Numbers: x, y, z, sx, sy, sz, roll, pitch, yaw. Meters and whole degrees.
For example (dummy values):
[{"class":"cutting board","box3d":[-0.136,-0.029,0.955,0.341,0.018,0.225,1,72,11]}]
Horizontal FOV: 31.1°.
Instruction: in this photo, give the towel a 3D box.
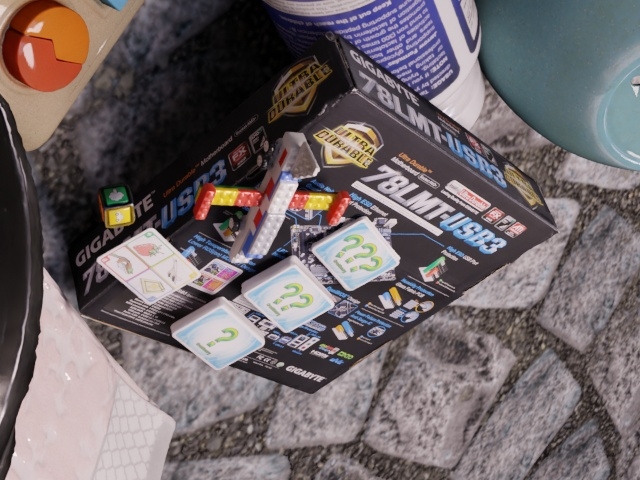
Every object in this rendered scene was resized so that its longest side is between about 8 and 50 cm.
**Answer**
[{"class":"towel","box3d":[-0.220,0.194,0.835,0.317,0.053,0.332,59,31,-44]}]

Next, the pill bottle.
[{"class":"pill bottle","box3d":[0.041,-0.186,0.909,0.153,0.153,0.265,-48,144,-10]}]

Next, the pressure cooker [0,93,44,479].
[{"class":"pressure cooker","box3d":[-0.352,0.030,0.524,0.369,0.420,0.376,-3,81,-34]}]

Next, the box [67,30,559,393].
[{"class":"box","box3d":[0.000,0.000,0.950,0.293,0.073,0.295,-38,140,24]}]

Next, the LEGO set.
[{"class":"LEGO set","box3d":[-0.054,0.016,0.844,0.182,0.060,0.244,-29,142,9]}]

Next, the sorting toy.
[{"class":"sorting toy","box3d":[-0.212,-0.207,0.731,0.229,0.041,0.307,-53,146,-4]}]

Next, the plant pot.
[{"class":"plant pot","box3d":[0.270,-0.170,0.954,0.290,0.195,0.290,-3,135,-3]}]
